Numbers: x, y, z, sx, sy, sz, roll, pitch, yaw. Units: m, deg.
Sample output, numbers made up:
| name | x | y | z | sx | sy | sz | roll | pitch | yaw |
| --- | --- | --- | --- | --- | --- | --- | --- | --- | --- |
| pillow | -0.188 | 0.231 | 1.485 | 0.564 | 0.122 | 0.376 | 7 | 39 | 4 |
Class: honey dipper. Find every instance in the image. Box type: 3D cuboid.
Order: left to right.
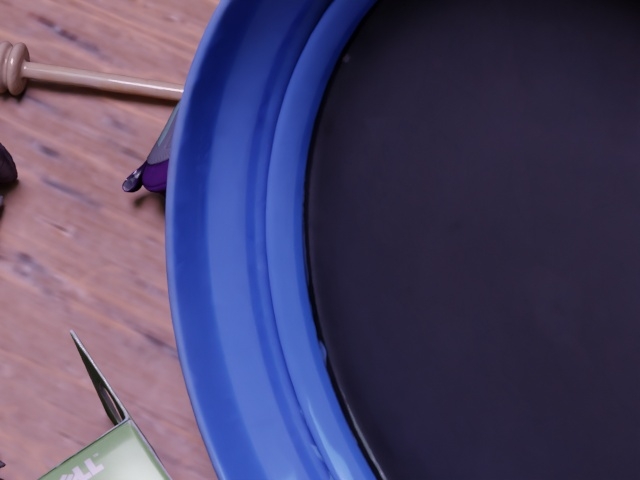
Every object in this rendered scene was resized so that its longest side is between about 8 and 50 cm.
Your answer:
| name | x | y | z | sx | sy | sz | roll | pitch | yaw |
| --- | --- | --- | --- | --- | --- | --- | --- | --- | --- |
| honey dipper | -0.123 | -0.089 | 1.097 | 0.160 | 0.030 | 0.030 | 8 | 66 | 7 |

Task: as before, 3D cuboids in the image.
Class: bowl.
| name | x | y | z | sx | sy | sz | roll | pitch | yaw |
| --- | --- | --- | --- | --- | --- | --- | --- | --- | --- |
| bowl | 0.086 | 0.034 | 0.840 | 0.077 | 0.391 | 0.391 | -17 | 57 | -41 |

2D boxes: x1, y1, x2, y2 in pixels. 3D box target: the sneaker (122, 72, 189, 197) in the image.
| name | x | y | z | sx | sy | sz | roll | pitch | yaw |
| --- | --- | --- | --- | --- | --- | --- | --- | --- | --- |
| sneaker | 0.000 | 0.000 | 1.025 | 0.223 | 0.083 | 0.098 | 39 | 97 | 25 |

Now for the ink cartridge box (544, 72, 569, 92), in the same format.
| name | x | y | z | sx | sy | sz | roll | pitch | yaw |
| --- | --- | --- | --- | --- | --- | --- | --- | --- | --- |
| ink cartridge box | 0.253 | 0.057 | 0.880 | 0.119 | 0.207 | 0.353 | -36 | 66 | -10 |

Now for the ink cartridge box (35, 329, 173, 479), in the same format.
| name | x | y | z | sx | sy | sz | roll | pitch | yaw |
| --- | --- | --- | --- | --- | --- | --- | --- | --- | --- |
| ink cartridge box | -0.079 | 0.154 | 0.929 | 0.062 | 0.109 | 0.209 | -33 | 65 | -10 |

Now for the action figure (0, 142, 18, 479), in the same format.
| name | x | y | z | sx | sy | sz | roll | pitch | yaw |
| --- | --- | --- | --- | --- | --- | --- | --- | --- | --- |
| action figure | -0.242 | 0.068 | 1.002 | 0.185 | 0.099 | 0.285 | 12 | 70 | 4 |
